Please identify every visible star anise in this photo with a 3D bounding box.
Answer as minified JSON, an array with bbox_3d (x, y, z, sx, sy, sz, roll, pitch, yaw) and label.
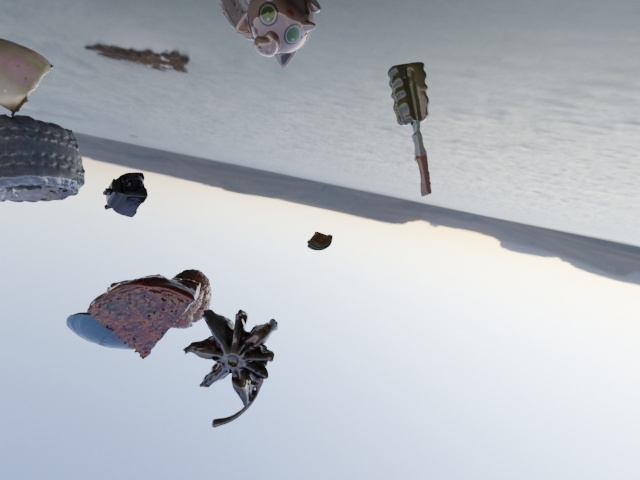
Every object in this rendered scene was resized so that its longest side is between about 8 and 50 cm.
[{"bbox_3d":[-0.259,0.342,1.257,0.316,0.359,0.139,54,-172,2],"label":"star anise"}]

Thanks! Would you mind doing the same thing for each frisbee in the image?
[{"bbox_3d":[-0.789,0.351,1.558,0.289,0.049,0.289,5,143,4],"label":"frisbee"}]

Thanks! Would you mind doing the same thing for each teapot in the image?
[{"bbox_3d":[-0.571,-0.135,1.217,0.096,0.087,0.177,4,150,-45],"label":"teapot"}]

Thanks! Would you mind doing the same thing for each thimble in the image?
[{"bbox_3d":[-0.710,-0.192,1.028,0.205,0.172,0.236,-11,176,42],"label":"thimble"}]

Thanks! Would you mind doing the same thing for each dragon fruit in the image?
[{"bbox_3d":[-0.513,0.220,1.283,0.302,0.240,0.330,11,172,-3],"label":"dragon fruit"}]

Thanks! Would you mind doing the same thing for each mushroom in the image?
[{"bbox_3d":[-0.788,-0.441,1.035,0.236,0.162,0.173,30,166,44],"label":"mushroom"}]

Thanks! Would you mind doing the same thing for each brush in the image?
[{"bbox_3d":[0.220,-0.249,0.970,0.084,0.301,0.071,-13,-168,-5],"label":"brush"}]

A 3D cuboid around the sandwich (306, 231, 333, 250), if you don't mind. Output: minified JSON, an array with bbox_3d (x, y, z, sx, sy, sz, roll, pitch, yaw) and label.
[{"bbox_3d":[-0.003,0.003,1.542,0.101,0.069,0.026,9,173,-24],"label":"sandwich"}]

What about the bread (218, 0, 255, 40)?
[{"bbox_3d":[-0.200,-0.714,1.257,0.230,0.123,0.230,31,157,15],"label":"bread"}]

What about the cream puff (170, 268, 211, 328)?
[{"bbox_3d":[-0.503,0.228,1.594,0.164,0.240,0.240,28,-171,6],"label":"cream puff"}]

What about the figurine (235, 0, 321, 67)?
[{"bbox_3d":[-0.075,-0.407,0.787,0.125,0.138,0.125,34,-150,-23],"label":"figurine"}]
